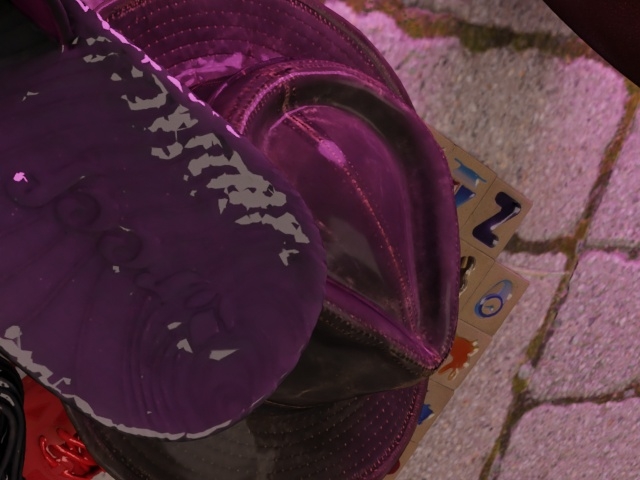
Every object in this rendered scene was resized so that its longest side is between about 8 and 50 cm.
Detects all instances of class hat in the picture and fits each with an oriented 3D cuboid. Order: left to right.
[{"bbox_3d":[0.000,0.000,0.546,0.331,0.134,0.331,4,84,-39],"label":"hat"}]

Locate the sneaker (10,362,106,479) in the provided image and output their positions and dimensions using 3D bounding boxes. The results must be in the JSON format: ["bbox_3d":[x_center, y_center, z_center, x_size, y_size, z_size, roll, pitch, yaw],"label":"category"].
[{"bbox_3d":[-0.131,0.113,0.613,0.221,0.128,0.087,-50,132,1],"label":"sneaker"}]

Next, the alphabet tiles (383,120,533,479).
[{"bbox_3d":[0.022,0.079,0.777,0.285,0.011,0.342,28,98,-42],"label":"alphabet tiles"}]

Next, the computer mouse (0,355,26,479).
[{"bbox_3d":[-0.275,0.146,0.526,0.262,0.060,0.184,-1,106,-27],"label":"computer mouse"}]

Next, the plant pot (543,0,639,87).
[{"bbox_3d":[0.220,-0.189,0.605,0.216,0.230,0.215,-16,124,-25],"label":"plant pot"}]

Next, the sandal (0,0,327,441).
[{"bbox_3d":[-0.167,-0.087,0.343,0.446,0.107,0.167,35,74,-19],"label":"sandal"}]
